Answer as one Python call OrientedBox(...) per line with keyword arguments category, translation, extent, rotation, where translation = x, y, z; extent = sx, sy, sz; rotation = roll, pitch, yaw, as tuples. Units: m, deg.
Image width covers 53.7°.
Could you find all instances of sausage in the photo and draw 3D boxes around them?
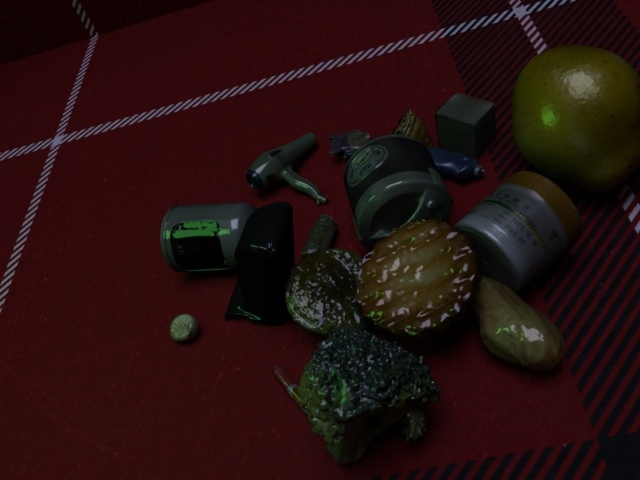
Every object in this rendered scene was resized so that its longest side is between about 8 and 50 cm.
OrientedBox(category="sausage", translation=(-0.048, 0.393, 1.576), extent=(0.034, 0.034, 0.253), rotation=(-38, 48, -15))

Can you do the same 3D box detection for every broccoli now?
OrientedBox(category="broccoli", translation=(0.100, 0.363, 1.405), extent=(0.293, 0.281, 0.348), rotation=(21, 20, 11))

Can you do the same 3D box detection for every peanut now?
OrientedBox(category="peanut", translation=(0.434, 0.194, 1.504), extent=(0.147, 0.148, 0.319), rotation=(-34, 45, -11))

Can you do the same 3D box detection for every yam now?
OrientedBox(category="yam", translation=(0.000, 0.000, 1.885), extent=(0.078, 0.078, 0.179), rotation=(4, 48, 24))

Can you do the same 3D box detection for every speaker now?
OrientedBox(category="speaker", translation=(-0.175, 0.073, 1.710), extent=(0.184, 0.388, 0.180), rotation=(9, 51, 6))

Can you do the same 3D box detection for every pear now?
OrientedBox(category="pear", translation=(0.708, -0.334, 1.729), extent=(0.362, 0.362, 0.418), rotation=(-32, 76, -9))

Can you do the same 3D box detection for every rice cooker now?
OrientedBox(category="rice cooker", translation=(0.210, -0.127, 1.786), extent=(0.288, 0.288, 0.277), rotation=(-17, 46, 6))

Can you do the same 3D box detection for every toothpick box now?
OrientedBox(category="toothpick box", translation=(-0.297, -0.016, 1.925), extent=(0.316, 0.229, 0.229), rotation=(-3, 49, 15))

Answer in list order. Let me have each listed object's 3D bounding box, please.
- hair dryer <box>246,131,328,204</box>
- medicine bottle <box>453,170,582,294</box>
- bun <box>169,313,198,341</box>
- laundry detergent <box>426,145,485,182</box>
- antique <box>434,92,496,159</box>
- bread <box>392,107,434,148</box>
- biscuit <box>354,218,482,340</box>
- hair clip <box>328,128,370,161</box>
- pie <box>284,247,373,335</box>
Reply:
OrientedBox(category="hair dryer", translation=(-0.065, -0.256, 2.146), extent=(0.298, 0.119, 0.296), rotation=(18, 52, 13))
OrientedBox(category="medicine bottle", translation=(0.492, -0.018, 1.601), extent=(0.232, 0.238, 0.238), rotation=(-38, 48, -15))
OrientedBox(category="bun", translation=(-0.386, 0.253, 1.815), extent=(0.086, 0.055, 0.086), rotation=(-10, 60, 19))
OrientedBox(category="laundry detergent", translation=(0.408, -0.231, 1.951), extent=(0.206, 0.061, 0.096), rotation=(21, 51, 33))
OrientedBox(category="antique", translation=(0.461, -0.365, 1.993), extent=(0.152, 0.147, 0.148), rotation=(28, 62, 36))
OrientedBox(category="bread", translation=(0.256, -0.334, 2.054), extent=(0.160, 0.169, 0.140), rotation=(-2, 49, 39))
OrientedBox(category="biscuit", translation=(0.243, 0.102, 1.570), extent=(0.325, 0.107, 0.326), rotation=(-16, 54, 23))
OrientedBox(category="hair clip", translation=(0.101, -0.323, 2.155), extent=(0.146, 0.056, 0.187), rotation=(-8, 44, 5))
OrientedBox(category="pie", translation=(0.039, 0.133, 1.676), extent=(0.277, 0.079, 0.277), rotation=(9, 49, -10))
